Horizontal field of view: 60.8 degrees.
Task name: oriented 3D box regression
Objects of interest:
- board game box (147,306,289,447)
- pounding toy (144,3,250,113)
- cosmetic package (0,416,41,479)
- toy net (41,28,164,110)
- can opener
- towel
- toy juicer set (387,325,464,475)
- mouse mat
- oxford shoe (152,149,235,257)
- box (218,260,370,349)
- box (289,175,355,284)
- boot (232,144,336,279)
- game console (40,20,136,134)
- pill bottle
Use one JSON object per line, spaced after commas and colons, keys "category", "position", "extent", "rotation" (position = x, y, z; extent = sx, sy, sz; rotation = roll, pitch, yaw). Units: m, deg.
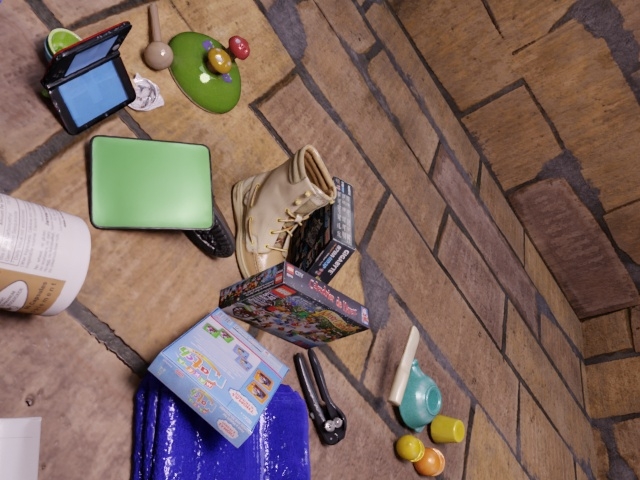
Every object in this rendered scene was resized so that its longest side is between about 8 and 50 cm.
{"category": "board game box", "position": [-0.139, 0.191, 0.811], "extent": [0.160, 0.039, 0.211], "rotation": [41, 13, 2]}
{"category": "pounding toy", "position": [-0.225, -0.375, 1.099], "extent": [0.237, 0.110, 0.182], "rotation": [28, 48, -43]}
{"category": "cosmetic package", "position": [-0.349, 0.291, 0.509], "extent": [0.127, 0.107, 0.237], "rotation": [15, 60, -46]}
{"category": "toy net", "position": [-0.347, -0.259, 0.914], "extent": [0.232, 0.045, 0.122], "rotation": [6, 64, -53]}
{"category": "can opener", "position": [-0.003, 0.298, 1.039], "extent": [0.059, 0.073, 0.186], "rotation": [-24, 85, -18]}
{"category": "towel", "position": [-0.130, 0.317, 0.819], "extent": [0.308, 0.076, 0.227], "rotation": [22, 51, -46]}
{"category": "toy juicer set", "position": [0.208, 0.387, 1.246], "extent": [0.209, 0.090, 0.328], "rotation": [-43, 114, -42]}
{"category": "mouse mat", "position": [-0.264, -0.090, 0.867], "extent": [0.190, 0.007, 0.152], "rotation": [1, 76, -27]}
{"category": "oxford shoe", "position": [-0.210, -0.074, 0.953], "extent": [0.227, 0.083, 0.096], "rotation": [58, 32, -11]}
{"category": "box", "position": [-0.043, 0.125, 0.987], "extent": [0.233, 0.159, 0.044], "rotation": [33, 45, -39]}
{"category": "box", "position": [0.000, 0.000, 1.074], "extent": [0.051, 0.175, 0.220], "rotation": [26, 33, -17]}
{"category": "boot", "position": [-0.060, -0.029, 1.020], "extent": [0.095, 0.204, 0.261], "rotation": [15, 58, -50]}
{"category": "game console", "position": [-0.335, -0.247, 0.831], "extent": [0.085, 0.124, 0.144], "rotation": [51, 50, -13]}
{"category": "pill bottle", "position": [-0.392, 0.004, 0.604], "extent": [0.229, 0.131, 0.131], "rotation": [22, 53, -46]}
